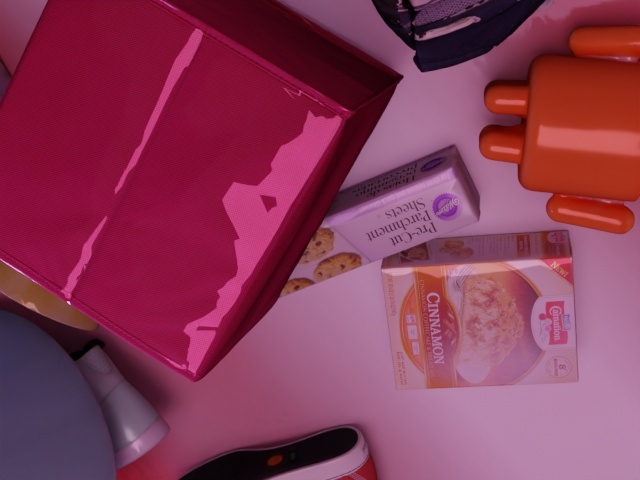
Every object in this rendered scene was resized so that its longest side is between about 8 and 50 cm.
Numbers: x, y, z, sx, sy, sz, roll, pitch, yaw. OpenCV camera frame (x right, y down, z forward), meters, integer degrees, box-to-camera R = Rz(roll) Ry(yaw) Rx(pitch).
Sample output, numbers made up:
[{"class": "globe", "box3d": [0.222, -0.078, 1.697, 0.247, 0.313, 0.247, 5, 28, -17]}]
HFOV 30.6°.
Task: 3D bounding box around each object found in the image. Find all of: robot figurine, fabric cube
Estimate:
[{"class": "robot figurine", "box3d": [0.254, -0.102, 1.049, 0.219, 0.158, 0.128, 7, 156, 6]}, {"class": "fabric cube", "box3d": [-0.115, -0.083, 1.010, 0.259, 0.254, 0.258, 32, 110, 5]}]

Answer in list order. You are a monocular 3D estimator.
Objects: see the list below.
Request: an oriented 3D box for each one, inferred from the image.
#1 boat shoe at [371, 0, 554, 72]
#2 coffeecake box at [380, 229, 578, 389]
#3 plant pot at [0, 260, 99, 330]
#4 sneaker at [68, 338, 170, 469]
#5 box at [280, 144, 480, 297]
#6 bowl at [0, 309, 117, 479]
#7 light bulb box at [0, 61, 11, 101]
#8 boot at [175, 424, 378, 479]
[{"class": "boat shoe", "box3d": [0.191, -0.271, 0.996, 0.340, 0.158, 0.127, -25, 66, 0]}, {"class": "coffeecake box", "box3d": [0.163, 0.072, 1.180, 0.185, 0.068, 0.142, -4, 114, 10]}, {"class": "plant pot", "box3d": [-0.267, 0.019, 1.201, 0.134, 0.134, 0.095, 29, 92, -5]}, {"class": "sneaker", "box3d": [-0.297, 0.207, 1.314, 0.256, 0.094, 0.151, -33, 94, 29]}, {"class": "box", "box3d": [0.000, 0.000, 1.173, 0.324, 0.063, 0.067, -21, 110, 18]}, {"class": "bowl", "box3d": [-0.379, 0.240, 1.224, 0.311, 0.163, 0.312, 9, 106, 33]}, {"class": "light bulb box", "box3d": [-0.486, -0.183, 0.996, 0.225, 0.361, 0.358, -19, 111, 15]}, {"class": "boot", "box3d": [-0.042, 0.321, 1.325, 0.244, 0.088, 0.176, -14, 114, 11]}]
